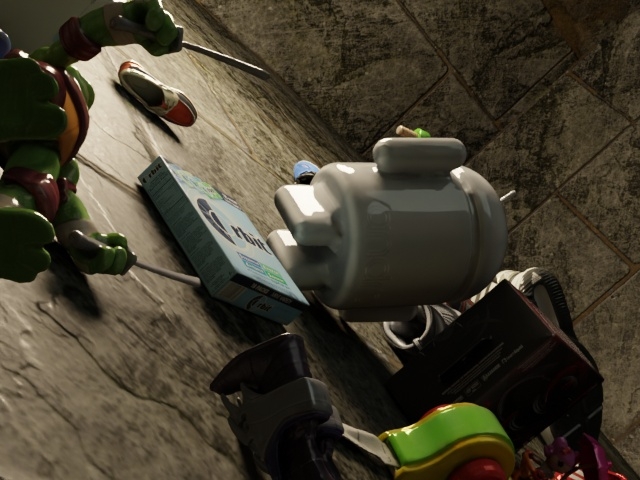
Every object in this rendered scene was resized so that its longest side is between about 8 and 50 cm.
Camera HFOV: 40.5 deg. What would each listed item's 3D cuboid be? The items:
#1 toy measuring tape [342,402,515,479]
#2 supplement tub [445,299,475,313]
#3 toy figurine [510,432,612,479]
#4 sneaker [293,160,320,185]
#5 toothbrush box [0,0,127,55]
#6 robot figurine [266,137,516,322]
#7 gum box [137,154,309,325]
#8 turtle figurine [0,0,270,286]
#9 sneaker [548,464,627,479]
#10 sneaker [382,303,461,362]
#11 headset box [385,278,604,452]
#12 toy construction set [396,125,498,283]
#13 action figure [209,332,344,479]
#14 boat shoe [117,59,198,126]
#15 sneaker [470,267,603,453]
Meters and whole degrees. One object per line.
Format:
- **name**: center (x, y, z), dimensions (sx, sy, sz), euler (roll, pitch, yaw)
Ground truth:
- **toy measuring tape**: center (0.116, 0.204, 0.918), dimensions (0.330, 0.121, 0.121), euler (40, 12, -36)
- **supplement tub**: center (0.273, 0.159, 1.785), dimensions (0.198, 0.106, 0.106), euler (39, 13, -37)
- **toy figurine**: center (0.295, 0.309, 1.131), dimensions (0.173, 0.159, 0.130), euler (42, 11, -23)
- **sneaker**: center (-0.025, -0.126, 1.779), dimensions (0.084, 0.058, 0.152), euler (48, 12, -52)
- **toothbrush box**: center (-0.347, -0.335, 1.042), dimensions (0.216, 0.126, 0.295), euler (44, 10, -24)
- **robot figurine**: center (0.109, -0.007, 1.204), dimensions (0.354, 0.299, 0.199), euler (-2, 38, -21)
- **gum box**: center (-0.108, 0.003, 0.976), dimensions (0.184, 0.041, 0.157), euler (54, 12, 30)
- **turtle figurine**: center (-0.152, -0.071, 0.637), dimensions (0.275, 0.198, 0.266), euler (41, 15, -12)
- **sneaker**: center (0.449, 0.440, 1.354), dimensions (0.221, 0.128, 0.087), euler (52, 11, 27)
- **sneaker**: center (0.175, 0.142, 1.441), dimensions (0.153, 0.101, 0.268), euler (46, 12, -21)
- **headset box**: center (0.242, 0.191, 1.199), dimensions (0.293, 0.218, 0.110), euler (36, 15, -53)
- **toy construction set**: center (0.219, -0.001, 1.518), dimensions (0.237, 0.257, 0.309), euler (22, 21, -28)
- **action figure**: center (0.018, 0.205, 0.578), dimensions (0.285, 0.099, 0.185), euler (59, 8, 36)
- **boat shoe**: center (-0.233, -0.206, 1.248), dimensions (0.137, 0.049, 0.043), euler (39, 16, -29)
- **sneaker**: center (0.450, 0.269, 1.916), dimensions (0.257, 0.169, 0.447), euler (-4, -73, 58)
